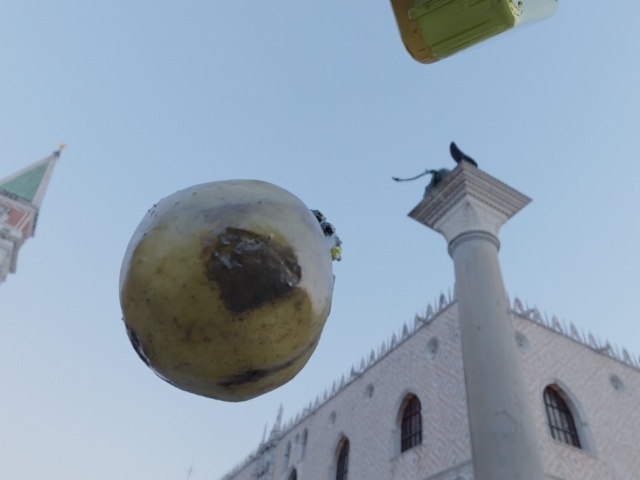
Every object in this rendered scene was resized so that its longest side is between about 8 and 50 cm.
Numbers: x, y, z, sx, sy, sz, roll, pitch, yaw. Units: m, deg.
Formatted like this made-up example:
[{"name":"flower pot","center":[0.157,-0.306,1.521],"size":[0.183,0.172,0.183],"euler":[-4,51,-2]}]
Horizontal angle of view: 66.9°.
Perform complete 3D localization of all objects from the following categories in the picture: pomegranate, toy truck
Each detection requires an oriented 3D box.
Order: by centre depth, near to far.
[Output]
[{"name":"pomegranate","center":[-0.108,0.053,0.599],"size":[0.282,0.281,0.281],"euler":[5,-44,4]},{"name":"toy truck","center":[0.000,0.000,0.893],"size":[0.076,0.111,0.077],"euler":[-44,-39,5]}]

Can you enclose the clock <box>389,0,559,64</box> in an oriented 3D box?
[{"name":"clock","center":[0.103,-0.254,0.375],"size":[0.096,0.143,0.202],"euler":[-10,-74,43]}]
